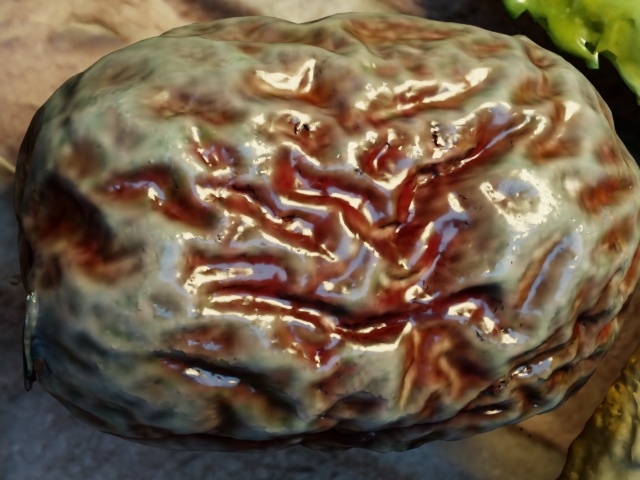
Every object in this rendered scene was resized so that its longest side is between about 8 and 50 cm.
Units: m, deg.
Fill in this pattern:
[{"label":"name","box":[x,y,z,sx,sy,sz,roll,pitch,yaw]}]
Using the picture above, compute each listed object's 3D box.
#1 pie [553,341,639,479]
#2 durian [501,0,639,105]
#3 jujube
[{"label":"pie","box":[0.245,0.091,0.816,0.315,0.315,0.092,-34,61,-17]},{"label":"durian","box":[0.227,-0.146,0.823,0.340,0.204,0.255,23,49,-56]},{"label":"jujube","box":[0.000,0.000,0.740,0.317,0.226,0.226,-6,93,-20]}]
